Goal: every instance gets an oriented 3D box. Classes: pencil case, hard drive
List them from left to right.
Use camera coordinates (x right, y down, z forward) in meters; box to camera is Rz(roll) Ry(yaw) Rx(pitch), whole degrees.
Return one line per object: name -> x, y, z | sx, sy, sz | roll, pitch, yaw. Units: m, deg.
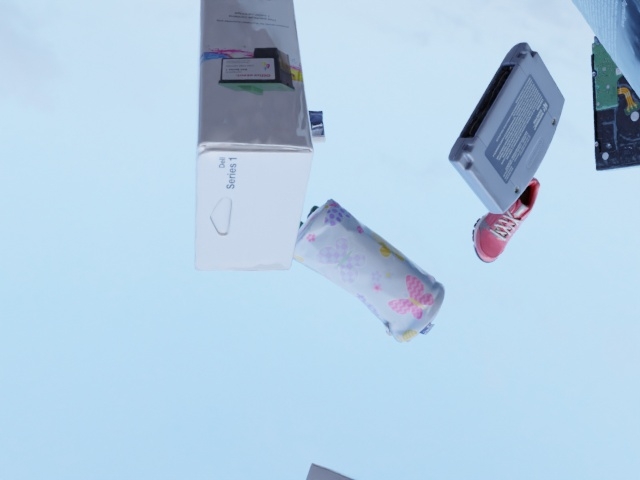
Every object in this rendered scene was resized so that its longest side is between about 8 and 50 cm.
pencil case -> 0.079, 0.051, 1.134 | 0.273, 0.124, 0.113 | 39, -155, -3
hard drive -> 0.758, -0.343, 1.588 | 0.064, 0.339, 0.237 | -3, 180, -30

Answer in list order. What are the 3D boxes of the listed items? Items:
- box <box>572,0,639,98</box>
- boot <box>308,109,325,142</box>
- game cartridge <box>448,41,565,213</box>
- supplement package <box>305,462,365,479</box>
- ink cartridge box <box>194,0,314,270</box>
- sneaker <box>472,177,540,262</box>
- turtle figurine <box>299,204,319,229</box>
box -> 0.666, -0.508, 1.071 | 0.297, 0.479, 0.472 | 37, -151, -62
boot -> -0.079, -0.287, 1.716 | 0.190, 0.086, 0.069 | -7, -173, -25
game cartridge -> 0.375, -0.212, 1.329 | 0.062, 0.198, 0.297 | 15, -112, 47
supplement package -> 0.038, 0.562, 1.157 | 0.175, 0.177, 0.293 | 12, -108, 28
ink cartridge box -> -0.087, -0.129, 0.788 | 0.117, 0.201, 0.278 | 1, -130, -10
sneaker -> 0.578, -0.076, 2.089 | 0.116, 0.314, 0.136 | 32, 169, -7
turtle figurine -> 0.000, 0.000, 1.846 | 0.175, 0.118, 0.234 | 46, -162, 11
